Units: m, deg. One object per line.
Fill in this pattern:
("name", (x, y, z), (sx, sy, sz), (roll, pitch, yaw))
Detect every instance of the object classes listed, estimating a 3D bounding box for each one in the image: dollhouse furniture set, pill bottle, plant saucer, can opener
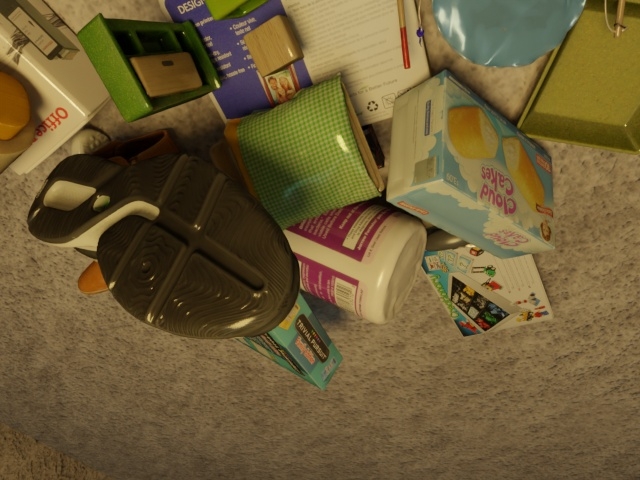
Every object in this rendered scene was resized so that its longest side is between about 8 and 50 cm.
("dollhouse furniture set", (-0.078, -0.134, 0.485), (0.197, 0.151, 0.302), (-17, 108, 26))
("pill bottle", (0.000, 0.000, 0.682), (0.301, 0.169, 0.169), (22, 139, 26))
("plant saucer", (0.381, -0.218, 0.559), (0.188, 0.045, 0.188), (9, 134, 0))
("can opener", (0.137, -0.015, 0.731), (0.283, 0.095, 0.076), (-5, 91, 19))

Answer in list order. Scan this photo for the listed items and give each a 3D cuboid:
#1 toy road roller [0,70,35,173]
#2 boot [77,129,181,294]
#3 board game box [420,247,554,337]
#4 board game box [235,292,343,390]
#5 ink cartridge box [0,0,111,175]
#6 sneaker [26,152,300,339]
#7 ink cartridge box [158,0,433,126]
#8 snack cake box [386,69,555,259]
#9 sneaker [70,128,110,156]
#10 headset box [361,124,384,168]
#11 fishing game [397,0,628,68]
("toy road roller", (-0.533, -0.206, 0.478), (0.202, 0.241, 0.329), (-23, 161, 28))
("boot", (-0.345, -0.050, 0.729), (0.295, 0.104, 0.211), (-33, 136, -6))
("board game box", (0.321, 0.072, 0.834), (0.192, 0.053, 0.305), (-19, 127, 25))
("board game box", (-0.143, 0.134, 0.819), (0.336, 0.079, 0.254), (18, 150, 35))
("ink cartridge box", (-0.465, -0.257, 0.599), (0.198, 0.115, 0.273), (-23, 125, 27))
("sneaker", (-0.158, 0.018, 0.560), (0.447, 0.169, 0.257), (19, 167, 36))
("ink cartridge box", (-0.031, -0.279, 0.551), (0.303, 0.072, 0.307), (-11, 128, 19))
("snack cake box", (0.214, -0.086, 0.578), (0.264, 0.152, 0.089), (20, 156, -34))
("sneaker", (-0.417, -0.095, 0.771), (0.094, 0.090, 0.235), (19, 131, 12))
("headset box", (0.061, -0.150, 0.679), (0.062, 0.032, 0.083), (-14, 131, 20))
("fishing game", (0.208, -0.291, 0.469), (0.263, 0.041, 0.189), (-11, 112, 3))
